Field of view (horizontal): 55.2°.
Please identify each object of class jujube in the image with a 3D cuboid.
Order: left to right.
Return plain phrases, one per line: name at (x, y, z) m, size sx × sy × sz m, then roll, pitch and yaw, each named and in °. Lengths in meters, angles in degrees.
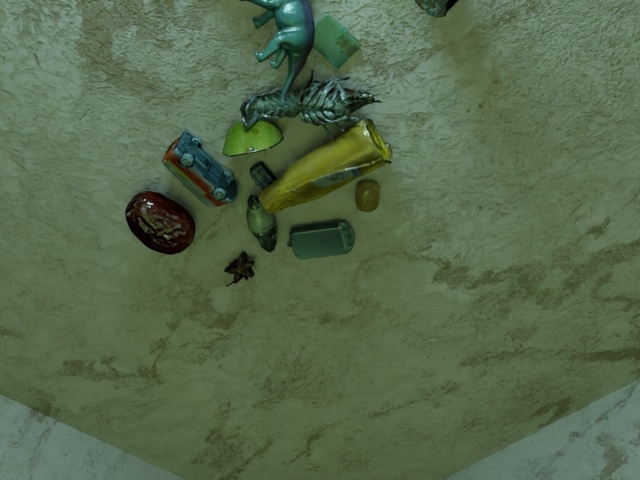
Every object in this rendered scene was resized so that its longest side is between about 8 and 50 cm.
jujube at (-0.538, -0.054, 2.076) m, size 0.183 × 0.183 × 0.243 m, roll -29°, pitch 133°, yaw 23°

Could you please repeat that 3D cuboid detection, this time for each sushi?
sushi at (0.307, -0.663, 1.531) m, size 0.126 × 0.225 × 0.136 m, roll -40°, pitch 83°, yaw -1°

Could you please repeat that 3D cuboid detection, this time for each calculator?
calculator at (0.000, 0.000, 2.174) m, size 0.246 × 0.045 × 0.141 m, roll -8°, pitch 127°, yaw 9°

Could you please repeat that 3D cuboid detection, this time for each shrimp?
shrimp at (-0.028, -0.399, 1.803) m, size 0.410 × 0.166 × 0.221 m, roll 5°, pitch 131°, yaw 15°

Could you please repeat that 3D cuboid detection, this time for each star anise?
star anise at (-0.306, 0.122, 2.278) m, size 0.191 × 0.070 × 0.097 m, roll -39°, pitch 90°, yaw 30°

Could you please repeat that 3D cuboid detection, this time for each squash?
squash at (-0.216, -0.321, 1.862) m, size 0.192 × 0.184 × 0.085 m, roll -8°, pitch 111°, yaw 8°

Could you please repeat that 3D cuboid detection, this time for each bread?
bread at (0.158, -0.143, 2.048) m, size 0.082 × 0.056 × 0.115 m, roll 4°, pitch 128°, yaw 0°

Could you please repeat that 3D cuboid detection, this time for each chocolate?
chocolate at (0.005, -0.208, 1.932) m, size 0.445 × 0.162 × 0.162 m, roll -29°, pitch 121°, yaw 20°

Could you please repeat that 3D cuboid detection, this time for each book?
book at (0.036, -0.568, 1.744) m, size 0.135 × 0.017 × 0.103 m, roll 36°, pitch 122°, yaw -23°

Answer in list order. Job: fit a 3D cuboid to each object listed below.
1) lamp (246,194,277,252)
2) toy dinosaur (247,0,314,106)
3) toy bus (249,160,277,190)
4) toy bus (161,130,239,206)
lamp at (-0.200, -0.054, 2.110) m, size 0.101 × 0.101 × 0.250 m, roll -6°, pitch 136°, yaw 8°
toy dinosaur at (-0.029, -0.598, 1.631) m, size 0.331 × 0.129 × 0.383 m, roll -19°, pitch 103°, yaw 17°
toy bus at (-0.169, -0.185, 2.038) m, size 0.065 × 0.047 × 0.166 m, roll -30°, pitch 121°, yaw 19°
toy bus at (-0.388, -0.217, 1.985) m, size 0.120 × 0.121 × 0.265 m, roll -25°, pitch 124°, yaw 31°
